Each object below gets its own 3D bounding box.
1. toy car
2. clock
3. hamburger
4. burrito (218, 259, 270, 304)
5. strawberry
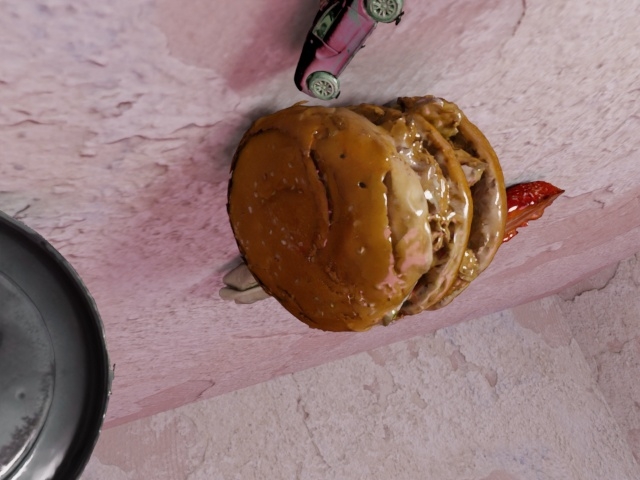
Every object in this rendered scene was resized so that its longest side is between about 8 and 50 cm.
[{"bbox_3d":[0.022,-0.164,0.425,0.055,0.069,0.142,30,142,-14],"label":"toy car"},{"bbox_3d":[-0.322,0.109,0.450,0.313,0.312,0.061,-2,162,-44],"label":"clock"},{"bbox_3d":[0.040,-0.024,0.595,0.260,0.245,0.211,15,-160,41],"label":"hamburger"},{"bbox_3d":[0.000,0.000,0.836,0.392,0.076,0.117,-32,157,33],"label":"burrito"},{"bbox_3d":[0.341,-0.056,1.039,0.187,0.082,0.146,-30,166,9],"label":"strawberry"}]
